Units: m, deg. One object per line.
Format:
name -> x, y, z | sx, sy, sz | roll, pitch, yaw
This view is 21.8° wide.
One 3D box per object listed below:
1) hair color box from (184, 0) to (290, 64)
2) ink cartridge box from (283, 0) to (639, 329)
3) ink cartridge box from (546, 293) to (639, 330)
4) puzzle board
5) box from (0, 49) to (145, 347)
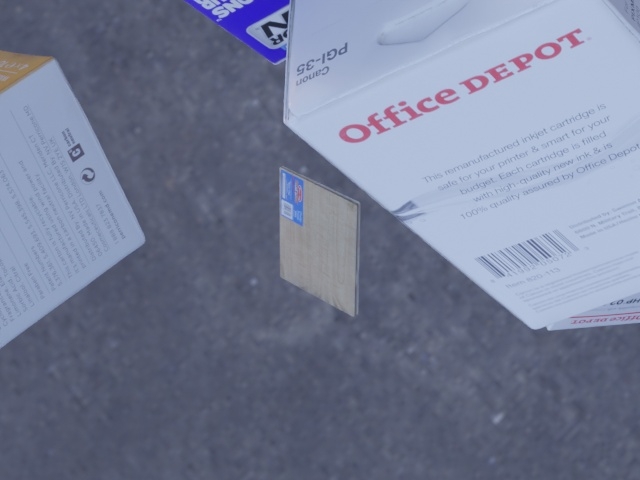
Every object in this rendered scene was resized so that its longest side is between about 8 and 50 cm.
hair color box -> -0.100, -0.265, 1.018 | 0.110, 0.339, 0.185 | -29, 57, 24
ink cartridge box -> 0.141, -0.080, 1.017 | 0.207, 0.117, 0.283 | -22, 139, 30
ink cartridge box -> 0.233, 0.015, 1.309 | 0.181, 0.104, 0.062 | 115, 146, -51
puzzle board -> 0.000, 0.000, 1.557 | 0.096, 0.011, 0.128 | 28, 133, 33
box -> -0.343, 0.012, 1.226 | 0.215, 0.345, 0.168 | 15, 136, 50
